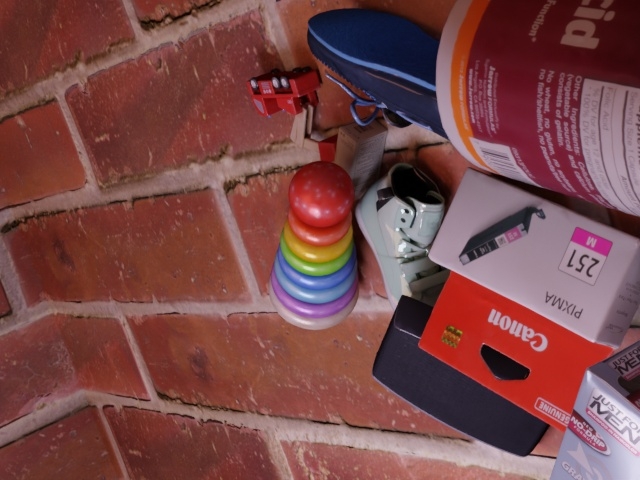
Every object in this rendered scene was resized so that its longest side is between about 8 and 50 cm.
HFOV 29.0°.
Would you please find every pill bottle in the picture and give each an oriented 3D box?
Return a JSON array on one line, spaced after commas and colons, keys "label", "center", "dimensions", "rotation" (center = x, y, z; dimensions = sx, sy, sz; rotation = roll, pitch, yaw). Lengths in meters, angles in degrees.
[{"label": "pill bottle", "center": [0.309, -0.130, 1.096], "dimensions": [0.392, 0.224, 0.224], "rotation": [22, 129, 48]}]

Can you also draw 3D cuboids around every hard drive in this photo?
[{"label": "hard drive", "center": [0.194, 0.188, 1.654], "dimensions": [0.254, 0.054, 0.172], "rotation": [27, 139, 8]}]

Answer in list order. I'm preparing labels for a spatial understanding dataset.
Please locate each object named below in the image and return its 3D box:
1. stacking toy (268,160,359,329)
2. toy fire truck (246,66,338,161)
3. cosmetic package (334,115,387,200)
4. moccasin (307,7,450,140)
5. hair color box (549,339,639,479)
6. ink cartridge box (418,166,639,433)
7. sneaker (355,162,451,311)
[{"label": "stacking toy", "center": [0.000, 0.000, 1.764], "dimensions": [0.141, 0.141, 0.330], "rotation": [52, 159, 21]}, {"label": "toy fire truck", "center": [-0.029, -0.185, 1.828], "dimensions": [0.192, 0.047, 0.135], "rotation": [8, 119, 55]}, {"label": "cosmetic package", "center": [0.053, -0.113, 1.743], "dimensions": [0.041, 0.060, 0.115], "rotation": [44, 142, 33]}, {"label": "moccasin", "center": [0.103, -0.186, 1.544], "dimensions": [0.342, 0.137, 0.117], "rotation": [37, 144, 39]}, {"label": "hair color box", "center": [0.364, 0.268, 1.420], "dimensions": [0.113, 0.185, 0.375], "rotation": [42, 142, 34]}, {"label": "ink cartridge box", "center": [0.237, 0.067, 1.475], "dimensions": [0.275, 0.060, 0.239], "rotation": [29, 97, 45]}, {"label": "sneaker", "center": [0.139, 0.019, 1.665], "dimensions": [0.256, 0.094, 0.151], "rotation": [60, 155, 13]}]
